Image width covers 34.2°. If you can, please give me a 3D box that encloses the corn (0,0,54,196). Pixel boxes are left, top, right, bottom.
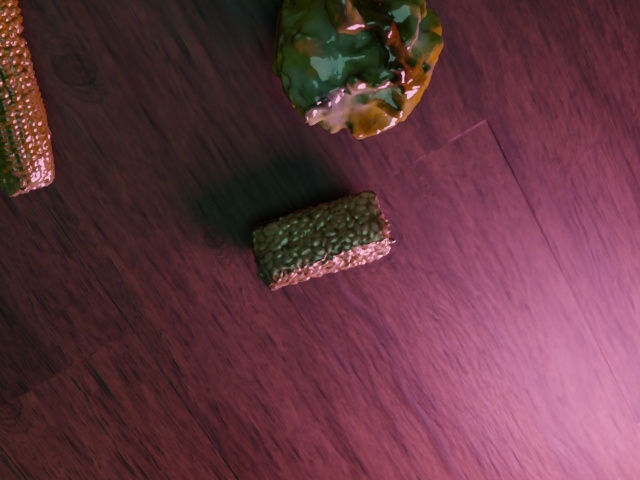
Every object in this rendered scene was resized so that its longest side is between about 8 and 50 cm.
[{"bbox_3d":[-0.346,-0.186,1.104,0.086,0.086,0.288,-14,111,-6],"label":"corn"}]

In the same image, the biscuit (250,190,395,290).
[{"bbox_3d":[0.000,0.000,1.235,0.168,0.082,0.070,-18,155,-3],"label":"biscuit"}]

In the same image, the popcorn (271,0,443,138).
[{"bbox_3d":[0.036,-0.211,1.114,0.198,0.212,0.198,2,75,-8],"label":"popcorn"}]
